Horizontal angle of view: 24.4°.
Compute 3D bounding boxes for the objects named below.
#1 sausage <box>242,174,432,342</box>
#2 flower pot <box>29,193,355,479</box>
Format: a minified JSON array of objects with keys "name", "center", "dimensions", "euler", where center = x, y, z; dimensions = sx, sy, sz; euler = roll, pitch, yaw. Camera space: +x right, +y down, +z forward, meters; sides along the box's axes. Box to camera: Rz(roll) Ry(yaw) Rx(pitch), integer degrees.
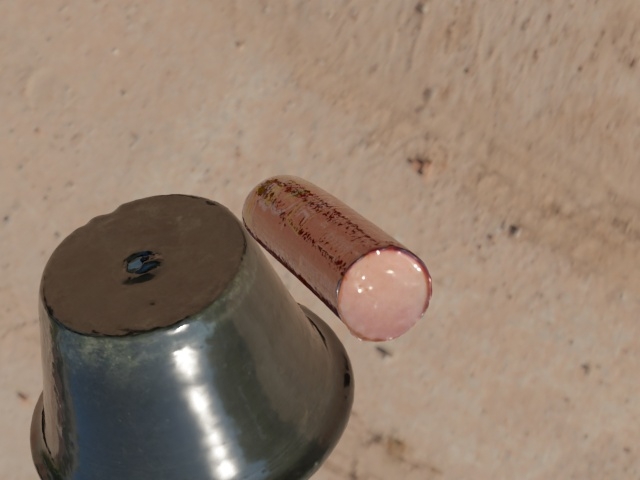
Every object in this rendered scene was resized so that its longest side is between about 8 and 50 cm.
[{"name":"sausage","center":[0.000,0.000,0.537],"dimensions":[0.034,0.129,0.034],"euler":[-6,108,-18]},{"name":"flower pot","center":[-0.103,0.067,1.002],"dimensions":[0.235,0.235,0.148],"euler":[5,133,21]}]
